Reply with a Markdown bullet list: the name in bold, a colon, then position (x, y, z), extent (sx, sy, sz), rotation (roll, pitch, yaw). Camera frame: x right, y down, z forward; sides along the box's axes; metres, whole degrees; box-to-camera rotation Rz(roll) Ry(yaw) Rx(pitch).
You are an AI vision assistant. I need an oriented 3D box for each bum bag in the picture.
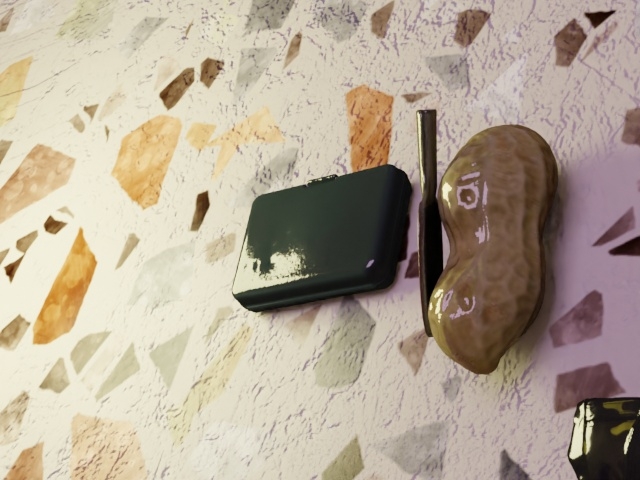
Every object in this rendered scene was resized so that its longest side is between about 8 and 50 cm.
- **bum bag**: position (0.332, 0.186, 1.573), extent (0.232, 0.060, 0.107), rotation (-12, 63, 40)

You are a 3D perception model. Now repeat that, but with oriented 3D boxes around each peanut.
- **peanut**: position (0.180, 0.003, 1.794), extent (0.120, 0.136, 0.298), rotation (-32, 41, 52)

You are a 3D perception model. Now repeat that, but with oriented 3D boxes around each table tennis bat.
- **table tennis bat**: position (0.119, -0.018, 1.826), extent (0.022, 0.138, 0.247), rotation (-2, 94, 11)

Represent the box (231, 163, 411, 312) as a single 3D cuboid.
- **box**: position (0.000, 0.000, 2.033), extent (0.230, 0.050, 0.160), rotation (-12, 54, 38)
